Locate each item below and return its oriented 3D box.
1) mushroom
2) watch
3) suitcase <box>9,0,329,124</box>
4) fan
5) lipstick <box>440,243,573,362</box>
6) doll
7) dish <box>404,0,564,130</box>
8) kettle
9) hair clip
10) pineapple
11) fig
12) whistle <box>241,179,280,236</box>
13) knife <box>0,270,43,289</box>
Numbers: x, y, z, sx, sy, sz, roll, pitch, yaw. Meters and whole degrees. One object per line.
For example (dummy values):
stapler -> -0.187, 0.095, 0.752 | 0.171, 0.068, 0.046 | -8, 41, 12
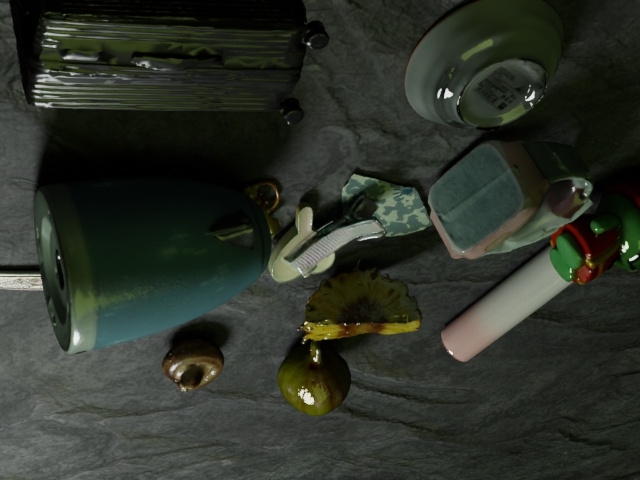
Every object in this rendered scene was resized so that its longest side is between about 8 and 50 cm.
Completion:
mushroom -> -0.242, 0.234, 1.973 | 0.109, 0.085, 0.126 | -48, 148, -22
watch -> 0.341, -0.071, 1.811 | 0.253, 0.162, 0.241 | -39, 152, 29
suitcase -> -0.187, -0.265, 1.226 | 0.334, 0.230, 0.152 | -2, 140, -23
fan -> 0.110, -0.058, 1.817 | 0.131, 0.009, 0.240 | -36, 141, 22
lipstick -> 0.385, 0.124, 2.111 | 0.087, 0.087, 0.327 | 20, 129, -41
doll -> 0.598, -0.032, 1.948 | 0.362, 0.160, 0.183 | -15, 145, -11
dish -> 0.262, -0.244, 1.582 | 0.260, 0.085, 0.260 | -13, 144, -10
kettle -> -0.249, 0.022, 1.607 | 0.342, 0.247, 0.319 | -11, 175, -24
hair clip -> -0.002, -0.003, 1.786 | 0.218, 0.071, 0.159 | -32, 136, 15
pineapple -> 0.067, 0.109, 1.921 | 0.233, 0.135, 0.079 | -5, 151, -5
fig -> -0.004, 0.262, 2.065 | 0.148, 0.142, 0.186 | -37, 163, -21
whistle -> -0.093, -0.054, 1.704 | 0.057, 0.046, 0.109 | -7, 139, 7
knife -> -0.443, 0.068, 1.717 | 0.256, 0.022, 0.046 | 0, 144, -25
